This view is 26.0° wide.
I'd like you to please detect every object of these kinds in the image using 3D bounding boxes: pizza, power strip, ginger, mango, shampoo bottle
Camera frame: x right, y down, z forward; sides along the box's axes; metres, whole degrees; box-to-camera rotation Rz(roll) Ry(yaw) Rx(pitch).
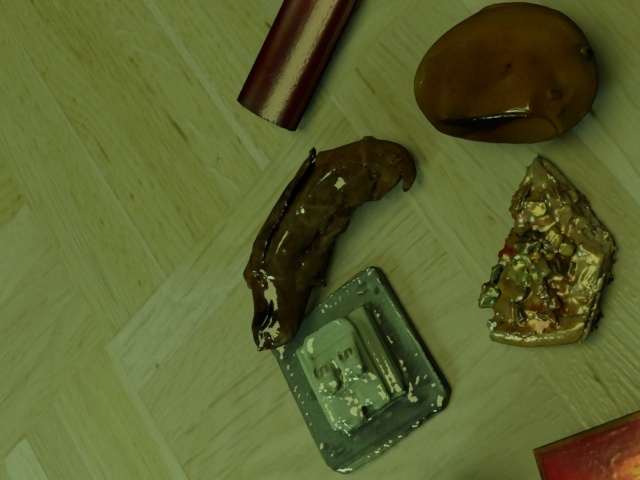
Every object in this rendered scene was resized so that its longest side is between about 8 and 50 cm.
[{"bbox_3d":[0.260,0.019,1.589,0.147,0.069,0.226,19,96,37],"label":"pizza"},{"bbox_3d":[0.034,0.163,1.731,0.198,0.064,0.213,-41,63,22],"label":"power strip"},{"bbox_3d":[-0.008,-0.012,1.760,0.133,0.107,0.309,41,107,12],"label":"ginger"},{"bbox_3d":[0.212,-0.192,1.611,0.236,0.136,0.166,-2,69,39],"label":"mango"},{"bbox_3d":[-0.016,-0.279,1.819,0.102,0.064,0.260,36,104,36],"label":"shampoo bottle"}]

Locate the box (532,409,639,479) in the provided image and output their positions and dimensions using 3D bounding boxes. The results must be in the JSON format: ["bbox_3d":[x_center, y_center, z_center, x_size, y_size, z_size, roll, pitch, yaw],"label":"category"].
[{"bbox_3d":[0.369,0.338,1.462,0.197,0.089,0.313,-27,69,31],"label":"box"}]
